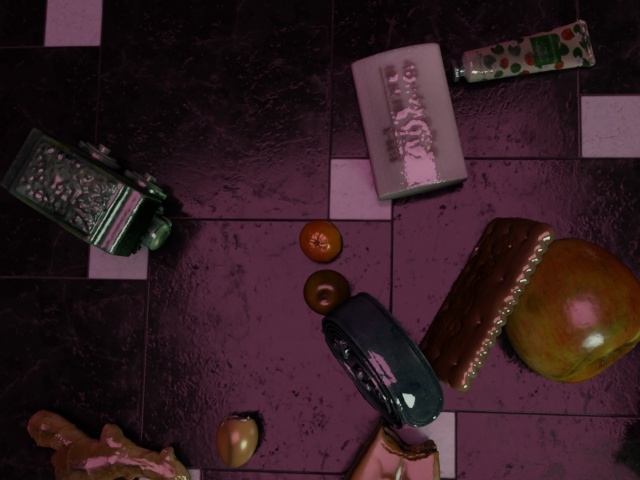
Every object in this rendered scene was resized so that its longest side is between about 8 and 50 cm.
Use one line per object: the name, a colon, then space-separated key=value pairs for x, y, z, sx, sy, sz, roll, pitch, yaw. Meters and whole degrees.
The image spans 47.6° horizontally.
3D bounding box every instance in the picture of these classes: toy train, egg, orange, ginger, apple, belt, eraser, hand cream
toy train: x=-0.425 y=-0.090 z=1.355 sx=0.299 sy=0.238 sz=0.167 roll=30 pitch=90 yaw=9
egg: x=-0.156 y=0.375 z=1.356 sx=0.080 sy=0.080 sz=0.097 roll=2 pitch=81 yaw=6
orange: x=0.000 y=0.000 z=1.388 sx=0.083 sy=0.070 sz=0.083 roll=0 pitch=88 yaw=7
ginger: x=-0.410 y=0.417 z=1.382 sx=0.333 sy=0.081 sz=0.148 roll=7 pitch=69 yaw=5
apple: x=0.439 y=0.117 z=1.278 sx=0.246 sy=0.246 sz=0.226 roll=-30 pitch=62 yaw=2
belt: x=0.112 y=0.213 z=1.274 sx=0.116 sy=0.206 sz=0.267 roll=-33 pitch=61 yaw=-16
apple: x=0.011 y=0.100 z=1.375 sx=0.089 sy=0.074 sz=0.090 roll=1 pitch=105 yaw=4
eraser: x=0.169 y=-0.225 z=1.386 sx=0.174 sy=0.095 sz=0.270 roll=-12 pitch=82 yaw=7
hand cream: x=0.387 y=-0.356 z=1.400 sx=0.276 sy=0.059 sz=0.095 roll=-12 pitch=85 yaw=0

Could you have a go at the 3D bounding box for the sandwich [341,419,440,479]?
sandwich: x=0.161 y=0.448 z=1.279 sx=0.227 sy=0.155 sz=0.198 roll=32 pitch=88 yaw=8

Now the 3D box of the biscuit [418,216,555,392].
biscuit: x=0.280 y=0.101 z=1.283 sx=0.044 sy=0.217 sz=0.325 roll=30 pitch=89 yaw=-12
